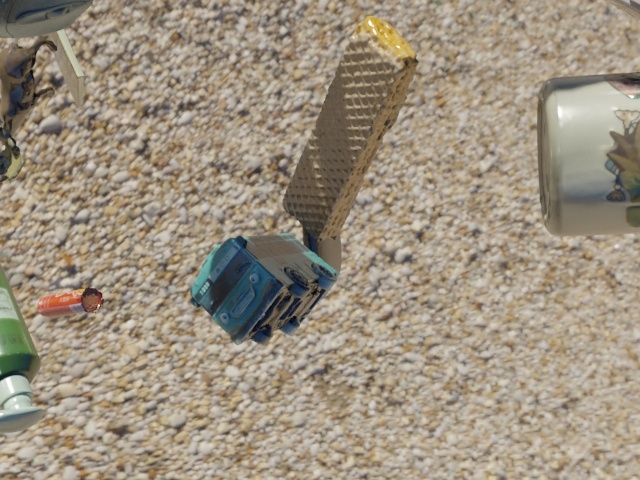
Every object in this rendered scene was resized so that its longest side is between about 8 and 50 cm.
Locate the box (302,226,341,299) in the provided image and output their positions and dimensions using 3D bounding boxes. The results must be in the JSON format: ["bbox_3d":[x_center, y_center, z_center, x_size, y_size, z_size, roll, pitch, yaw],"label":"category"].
[{"bbox_3d":[0.000,0.000,1.880,0.201,0.042,0.213,-44,128,-68],"label":"box"}]

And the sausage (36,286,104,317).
[{"bbox_3d":[-0.436,0.108,1.571,0.050,0.145,0.048,-45,118,-49],"label":"sausage"}]

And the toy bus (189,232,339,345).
[{"bbox_3d":[-0.085,0.067,1.418,0.147,0.128,0.256,41,14,14],"label":"toy bus"}]

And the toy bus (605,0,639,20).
[{"bbox_3d":[0.375,-0.279,1.055,0.072,0.057,0.172,24,20,-33],"label":"toy bus"}]

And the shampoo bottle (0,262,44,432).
[{"bbox_3d":[-0.293,0.078,0.809,0.065,0.065,0.204,-9,52,-35],"label":"shampoo bottle"}]

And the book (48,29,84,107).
[{"bbox_3d":[-0.454,-0.324,1.638,0.016,0.198,0.138,-24,89,-16],"label":"book"}]

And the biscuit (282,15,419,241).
[{"bbox_3d":[0.032,-0.134,1.244,0.054,0.379,0.094,-28,68,-35],"label":"biscuit"}]

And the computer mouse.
[{"bbox_3d":[-0.376,-0.286,1.109,0.229,0.113,0.068,-4,67,-24],"label":"computer mouse"}]

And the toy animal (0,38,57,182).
[{"bbox_3d":[-0.512,-0.222,1.516,0.093,0.214,0.186,13,38,1],"label":"toy animal"}]

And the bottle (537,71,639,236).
[{"bbox_3d":[0.287,-0.066,0.656,0.253,0.120,0.120,-3,71,8],"label":"bottle"}]
